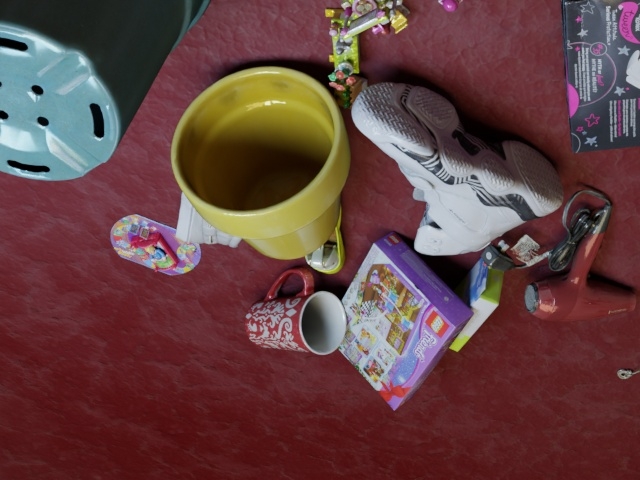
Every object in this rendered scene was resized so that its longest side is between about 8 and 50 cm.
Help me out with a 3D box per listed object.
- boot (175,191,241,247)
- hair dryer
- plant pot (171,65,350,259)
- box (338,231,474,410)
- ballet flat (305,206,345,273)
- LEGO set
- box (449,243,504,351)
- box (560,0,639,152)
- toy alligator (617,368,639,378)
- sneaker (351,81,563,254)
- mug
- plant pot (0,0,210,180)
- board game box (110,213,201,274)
[{"bbox_3d":[-0.166,-0.077,1.761,0.123,0.095,0.258,10,148,-7],"label":"boot"},{"bbox_3d":[0.429,0.055,1.761,0.223,0.080,0.293,-32,132,27],"label":"hair dryer"},{"bbox_3d":[-0.069,-0.092,1.607,0.254,0.254,0.239,0,153,13],"label":"plant pot"},{"bbox_3d":[0.130,0.148,1.883,0.201,0.057,0.293,47,142,17],"label":"box"},{"bbox_3d":[0.000,0.000,1.807,0.077,0.077,0.231,5,139,7],"label":"ballet flat"},{"bbox_3d":[0.062,-0.270,1.460,0.132,0.107,0.287,27,137,-18],"label":"LEGO set"},{"bbox_3d":[0.265,0.099,1.835,0.042,0.109,0.178,23,138,-7],"label":"box"},{"bbox_3d":[0.382,-0.258,1.357,0.142,0.163,0.247,-4,137,12],"label":"box"},{"bbox_3d":[0.625,0.234,1.950,0.056,0.051,0.189,35,134,-24],"label":"toy alligator"},{"bbox_3d":[0.169,-0.089,1.606,0.366,0.137,0.210,22,137,-24],"label":"sneaker"},{"bbox_3d":[-0.046,0.134,1.949,0.113,0.150,0.169,25,159,-38],"label":"mug"},{"bbox_3d":[-0.337,-0.278,1.372,0.341,0.334,0.341,7,140,6],"label":"plant pot"},{"bbox_3d":[-0.304,0.022,1.937,0.168,0.033,0.133,22,138,-11],"label":"board game box"}]
